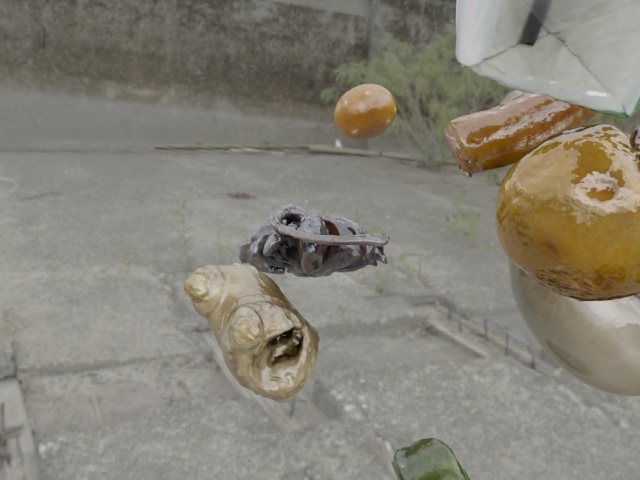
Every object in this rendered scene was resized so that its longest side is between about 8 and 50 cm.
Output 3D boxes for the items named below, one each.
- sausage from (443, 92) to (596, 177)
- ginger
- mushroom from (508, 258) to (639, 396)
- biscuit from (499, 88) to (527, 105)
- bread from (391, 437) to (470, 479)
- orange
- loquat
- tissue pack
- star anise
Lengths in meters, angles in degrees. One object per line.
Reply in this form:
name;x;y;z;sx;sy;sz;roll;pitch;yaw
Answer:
sausage;0.328;-0.190;1.066;0.271;0.108;0.109;-28;19;-5
ginger;-0.106;0.121;1.019;0.221;0.130;0.276;45;-2;-6
mushroom;0.490;0.070;1.130;0.295;0.362;0.362;-37;-12;31
biscuit;0.492;-0.319;1.587;0.032;0.250;0.133;34;19;-46
bread;0.264;0.577;1.332;0.129;0.381;0.366;-22;17;-2
orange;0.110;-0.322;1.707;0.156;0.124;0.156;-13;-19;-5
loquat;0.332;-0.028;0.848;0.238;0.238;0.193;17;36;35
tissue pack;0.249;-0.319;0.653;0.194;0.266;0.356;14;40;4
star anise;0.000;0.000;1.267;0.360;0.139;0.316;-2;-1;25
